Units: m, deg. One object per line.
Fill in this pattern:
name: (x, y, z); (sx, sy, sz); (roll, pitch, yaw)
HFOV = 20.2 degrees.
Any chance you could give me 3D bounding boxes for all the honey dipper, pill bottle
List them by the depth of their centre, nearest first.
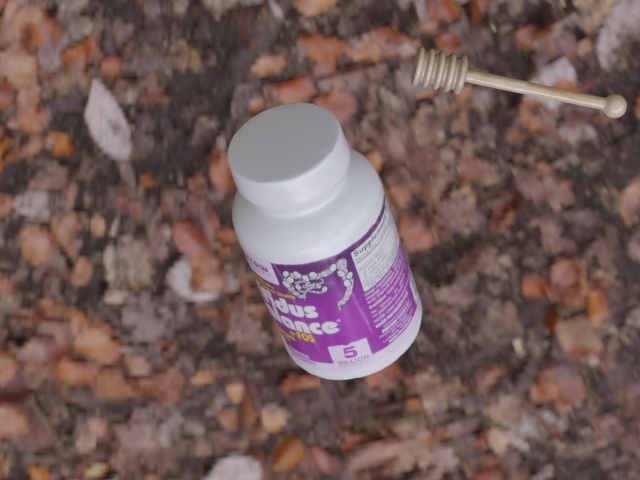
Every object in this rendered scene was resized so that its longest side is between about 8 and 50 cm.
honey dipper: (0.148, -0.113, 1.327); (0.160, 0.030, 0.030); (12, 117, -4)
pill bottle: (0.000, 0.000, 1.964); (0.169, 0.169, 0.302); (-18, 133, 4)
